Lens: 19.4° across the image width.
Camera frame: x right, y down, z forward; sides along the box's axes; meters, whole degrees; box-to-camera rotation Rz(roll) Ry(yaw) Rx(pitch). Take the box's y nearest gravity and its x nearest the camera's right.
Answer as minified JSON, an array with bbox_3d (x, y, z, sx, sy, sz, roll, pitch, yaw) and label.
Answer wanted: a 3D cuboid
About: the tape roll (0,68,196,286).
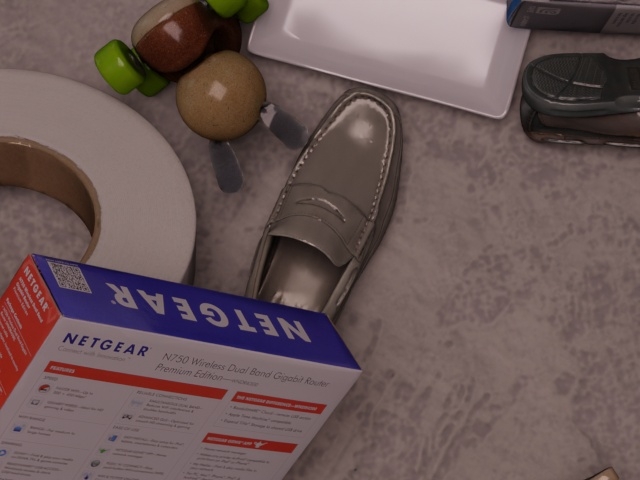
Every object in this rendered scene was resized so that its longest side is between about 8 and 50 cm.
[{"bbox_3d":[-0.310,-0.001,1.763,0.392,0.072,0.392,2,51,-2],"label":"tape roll"}]

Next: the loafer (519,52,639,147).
[{"bbox_3d":[0.327,-0.129,1.836,0.267,0.084,0.096,5,52,1],"label":"loafer"}]

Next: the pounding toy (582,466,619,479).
[{"bbox_3d":[0.157,0.283,1.746,0.269,0.154,0.155,-31,82,-1],"label":"pounding toy"}]

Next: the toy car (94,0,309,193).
[{"bbox_3d":[-0.096,-0.147,1.821,0.155,0.149,0.188,-35,84,13],"label":"toy car"}]

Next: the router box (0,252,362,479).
[{"bbox_3d":[-0.176,0.175,1.656,0.301,0.335,0.082,-54,46,23],"label":"router box"}]

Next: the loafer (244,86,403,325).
[{"bbox_3d":[0.000,0.000,1.815,0.112,0.111,0.319,18,84,6],"label":"loafer"}]

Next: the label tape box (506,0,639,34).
[{"bbox_3d":[0.362,-0.328,1.819,0.347,0.115,0.249,3,81,1],"label":"label tape box"}]

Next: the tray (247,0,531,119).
[{"bbox_3d":[0.074,-0.220,1.880,0.270,0.030,0.145,16,83,6],"label":"tray"}]
